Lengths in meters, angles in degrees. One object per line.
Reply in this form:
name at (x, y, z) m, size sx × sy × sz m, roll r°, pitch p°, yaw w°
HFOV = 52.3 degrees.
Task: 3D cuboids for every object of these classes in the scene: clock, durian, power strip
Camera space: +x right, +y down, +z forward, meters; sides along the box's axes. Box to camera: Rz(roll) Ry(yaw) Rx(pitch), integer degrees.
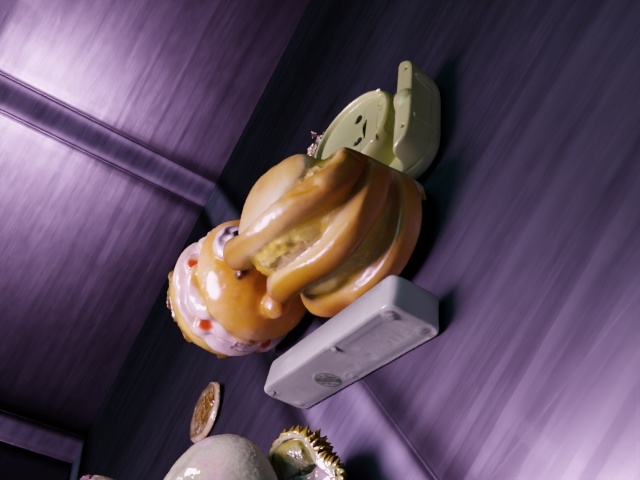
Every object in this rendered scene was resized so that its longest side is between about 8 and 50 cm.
clock at (0.080, -0.167, 1.195) m, size 0.308 × 0.096 × 0.235 m, roll -32°, pitch 37°, yaw 38°
durian at (-0.001, 0.312, 0.848) m, size 0.208 × 0.102 × 0.147 m, roll -29°, pitch 66°, yaw 53°
power strip at (0.028, 0.168, 0.980) m, size 0.385 × 0.091 × 0.062 m, roll -42°, pitch 27°, yaw 46°

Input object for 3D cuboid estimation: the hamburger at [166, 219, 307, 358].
hamburger at (-0.134, 0.082, 1.256) m, size 0.236 × 0.276 × 0.277 m, roll -31°, pitch 37°, yaw 47°

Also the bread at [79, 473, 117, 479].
bread at (-0.500, 0.681, 1.535) m, size 0.155 × 0.187 × 0.338 m, roll -66°, pitch 21°, yaw -11°

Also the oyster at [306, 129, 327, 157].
oyster at (0.011, -0.164, 1.443) m, size 0.201 × 0.107 × 0.354 m, roll -34°, pitch -12°, yaw -44°

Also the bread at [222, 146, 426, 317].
bread at (0.000, 0.000, 1.032) m, size 0.315 × 0.270 × 0.212 m, roll -36°, pitch 47°, yaw 42°

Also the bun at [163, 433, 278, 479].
bun at (-0.143, 0.395, 0.822) m, size 0.283 × 0.179 × 0.284 m, roll 19°, pitch 113°, yaw 57°

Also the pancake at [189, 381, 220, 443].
pancake at (-0.271, 0.403, 1.537) m, size 0.152 × 0.025 × 0.152 m, roll -53°, pitch 22°, yaw 32°
